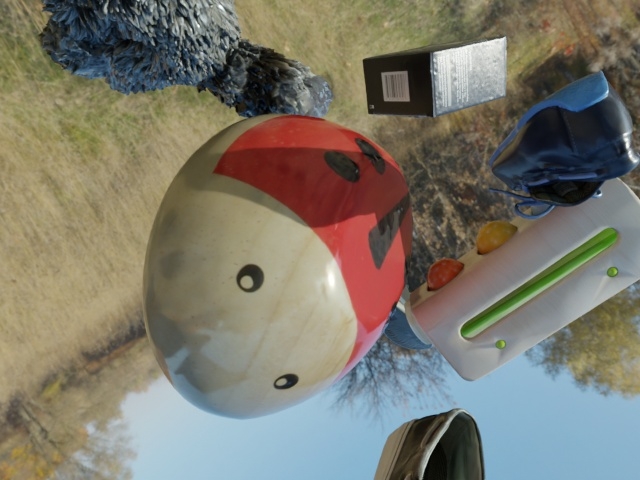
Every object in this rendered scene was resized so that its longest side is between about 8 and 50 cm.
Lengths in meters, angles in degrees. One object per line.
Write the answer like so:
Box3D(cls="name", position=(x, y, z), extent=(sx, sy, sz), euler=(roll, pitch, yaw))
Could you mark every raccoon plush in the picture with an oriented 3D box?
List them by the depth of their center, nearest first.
Box3D(cls="raccoon plush", position=(-0.152, -0.324, 0.533), extent=(0.447, 0.216, 0.299), euler=(7, 165, -17))

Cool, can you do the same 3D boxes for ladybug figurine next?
Box3D(cls="ladybug figurine", position=(0.000, 0.000, 0.524), extent=(0.162, 0.305, 0.449), euler=(-9, -157, 26))

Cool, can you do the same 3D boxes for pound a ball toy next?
Box3D(cls="pound a ball toy", position=(0.236, 0.040, 0.620), extent=(0.319, 0.135, 0.208), euler=(-38, -177, 14))

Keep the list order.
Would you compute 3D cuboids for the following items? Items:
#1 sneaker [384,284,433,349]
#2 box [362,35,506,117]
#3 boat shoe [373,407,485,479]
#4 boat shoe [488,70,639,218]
Box3D(cls="sneaker", position=(0.142, 0.099, 0.835), extent=(0.083, 0.222, 0.118), euler=(-21, -148, 39))
Box3D(cls="box", position=(0.176, -0.256, 0.721), extent=(0.158, 0.093, 0.156), euler=(-21, -154, -27))
Box3D(cls="boat shoe", position=(0.106, 0.287, 0.459), extent=(0.119, 0.121, 0.335), euler=(-48, -176, 27))
Box3D(cls="boat shoe", position=(0.220, -0.067, 0.443), extent=(0.109, 0.089, 0.258), euler=(-30, 170, 19))
